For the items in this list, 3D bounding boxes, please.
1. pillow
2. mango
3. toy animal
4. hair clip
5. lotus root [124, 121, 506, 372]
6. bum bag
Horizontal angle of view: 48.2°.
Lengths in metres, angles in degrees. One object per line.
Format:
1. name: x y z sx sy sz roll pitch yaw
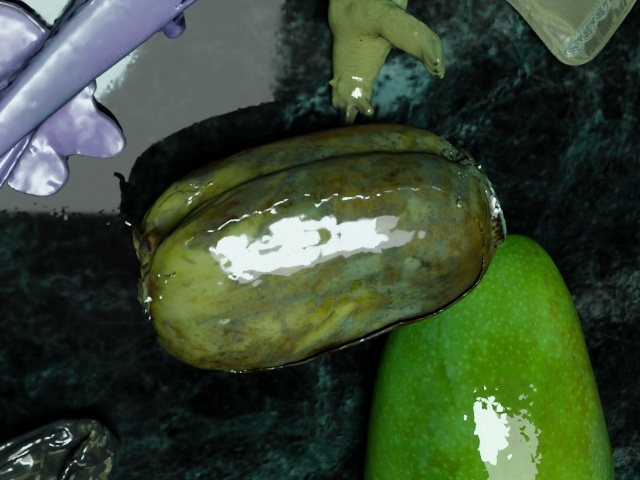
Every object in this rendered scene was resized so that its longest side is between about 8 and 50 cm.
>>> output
1. pillow: 0.183 -0.243 0.579 0.217 0.033 0.130 28 104 -26
2. mango: 0.153 0.183 0.646 0.225 0.201 0.382 3 99 3
3. toy animal: 0.034 -0.196 0.521 0.101 0.103 0.219 -7 120 21
4. hair clip: -0.166 -0.116 0.483 0.278 0.090 0.137 -39 131 6
5. lotus root: 0.000 0.000 0.543 0.274 0.152 0.160 -12 117 -5
6. bum bag: -0.280 0.213 0.570 0.247 0.069 0.102 -13 138 -21
